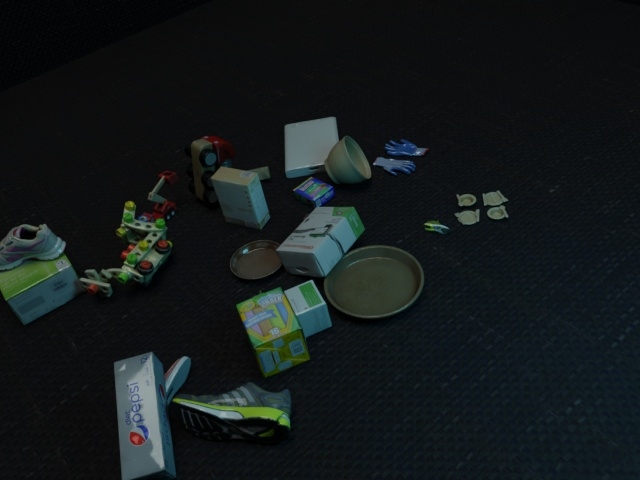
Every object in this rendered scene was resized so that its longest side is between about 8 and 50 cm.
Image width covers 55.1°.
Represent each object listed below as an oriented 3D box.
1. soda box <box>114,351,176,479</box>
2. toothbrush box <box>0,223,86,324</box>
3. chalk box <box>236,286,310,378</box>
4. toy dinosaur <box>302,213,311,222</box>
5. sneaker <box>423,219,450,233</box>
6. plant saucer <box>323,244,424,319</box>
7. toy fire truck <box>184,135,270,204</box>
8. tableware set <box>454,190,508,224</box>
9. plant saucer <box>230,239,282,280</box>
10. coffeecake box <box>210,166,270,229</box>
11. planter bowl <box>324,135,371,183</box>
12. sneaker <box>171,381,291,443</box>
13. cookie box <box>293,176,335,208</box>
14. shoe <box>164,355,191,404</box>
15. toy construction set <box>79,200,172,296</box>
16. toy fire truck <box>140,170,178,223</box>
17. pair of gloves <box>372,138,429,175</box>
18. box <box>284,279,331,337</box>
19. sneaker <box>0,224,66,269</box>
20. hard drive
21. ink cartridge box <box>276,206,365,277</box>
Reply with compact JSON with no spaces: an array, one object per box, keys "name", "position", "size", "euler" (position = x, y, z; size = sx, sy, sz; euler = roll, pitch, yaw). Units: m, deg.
[{"name":"soda box","position":[-0.408,0.412,1.416],"size":[0.098,0.091,0.286],"euler":[-16,57,-3]},{"name":"toothbrush box","position":[-0.892,0.100,1.916],"size":[0.206,0.122,0.283],"euler":[-31,43,-20]},{"name":"chalk box","position":[-0.132,0.220,1.586],"size":[0.132,0.132,0.213],"euler":[-22,41,-11]},{"name":"toy dinosaur","position":[-0.012,-0.064,1.960],"size":[0.082,0.047,0.090],"euler":[14,14,38]},{"name":"sneaker","position":[0.351,-0.045,1.838],"size":[0.083,0.031,0.035],"euler":[14,47,27]},{"name":"plant saucer","position":[0.148,0.119,1.699],"size":[0.278,0.041,0.277],"euler":[-6,42,6]},{"name":"toy fire truck","position":[-0.316,-0.254,2.117],"size":[0.246,0.217,0.159],"euler":[-26,40,-37]},{"name":"tableware set","position":[0.493,-0.103,1.877],"size":[0.169,0.020,0.141],"euler":[-6,42,6]},{"name":"plant saucer","position":[-0.188,0.065,1.851],"size":[0.169,0.029,0.168],"euler":[-7,42,7]},{"name":"coffeecake box","position":[-0.255,-0.136,1.972],"size":[0.142,0.185,0.068],"euler":[12,47,25]},{"name":"planter bowl","position":[0.082,-0.254,2.064],"size":[0.109,0.162,0.162],"euler":[-29,35,24]},{"name":"sneaker","position":[-0.204,0.396,1.443],"size":[0.300,0.111,0.121],"euler":[5,34,11]},{"name":"cookie box","position":[-0.022,-0.160,2.052],"size":[0.107,0.040,0.092],"euler":[28,56,38]},{"name":"shoe","position":[-0.402,0.360,1.545],"size":[0.081,0.063,0.178],"euler":[13,51,19]},{"name":"toy construction set","position":[-0.586,0.038,1.887],"size":[0.215,0.151,0.327],"euler":[24,57,3]},{"name":"toy fire truck","position":[-0.546,-0.131,2.077],"size":[0.047,0.135,0.192],"euler":[15,48,28]},{"name":"pair of gloves","position":[0.277,-0.292,2.141],"size":[0.159,0.023,0.198],"euler":[16,48,29]},{"name":"box","position":[-0.034,0.181,1.627],"size":[0.087,0.102,0.101],"euler":[-23,43,-9]},{"name":"sneaker","position":[-0.909,0.007,1.846],"size":[0.253,0.111,0.103],"euler":[-14,40,-2]},{"name":"hard drive","position":[-0.030,-0.348,2.267],"size":[0.203,0.040,0.307],"euler":[-9,42,4]},{"name":"ink cartridge box","position":[0.000,0.000,1.801],"size":[0.160,0.092,0.219],"euler":[2,39,43]}]
